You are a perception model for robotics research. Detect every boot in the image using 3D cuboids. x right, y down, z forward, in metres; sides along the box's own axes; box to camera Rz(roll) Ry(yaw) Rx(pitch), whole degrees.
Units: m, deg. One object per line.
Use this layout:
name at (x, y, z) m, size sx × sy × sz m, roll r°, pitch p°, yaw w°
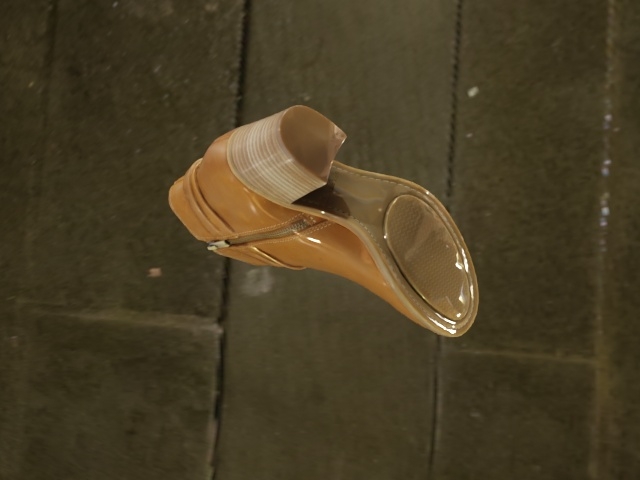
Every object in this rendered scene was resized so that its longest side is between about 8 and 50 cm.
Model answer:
boot at (0.000, 0.000, 0.899) m, size 0.197 × 0.152 × 0.073 m, roll 47°, pitch 54°, yaw -14°
